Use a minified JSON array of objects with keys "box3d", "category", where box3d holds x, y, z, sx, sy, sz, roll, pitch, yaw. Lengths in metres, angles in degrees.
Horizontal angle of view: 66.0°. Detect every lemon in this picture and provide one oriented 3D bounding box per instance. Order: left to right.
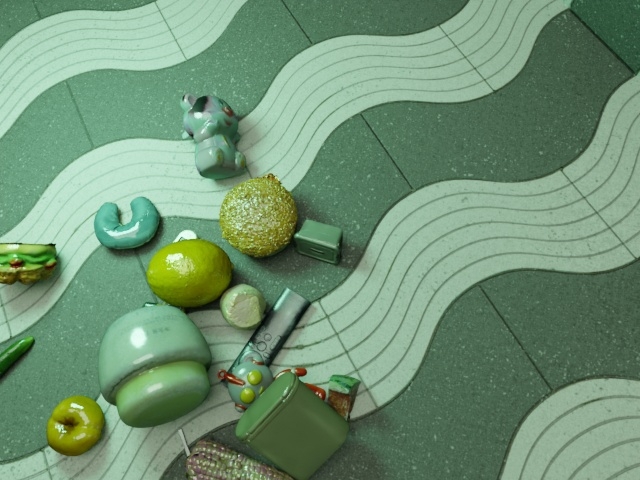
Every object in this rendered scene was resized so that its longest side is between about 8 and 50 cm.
[{"box3d":[-0.428,0.107,1.626,0.263,0.236,0.236,-32,69,-3],"category":"lemon"}]

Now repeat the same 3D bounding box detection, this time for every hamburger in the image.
[{"box3d":[-1.033,0.080,1.699,0.237,0.237,0.149,0,87,5],"category":"hamburger"},{"box3d":[-0.215,-0.081,1.709,0.275,0.179,0.294,-20,69,0],"category":"hamburger"}]

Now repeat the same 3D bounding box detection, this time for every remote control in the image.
[{"box3d":[-0.516,0.059,1.754,0.078,0.042,0.221,30,73,16],"category":"remote control"},{"box3d":[-0.177,0.333,1.618,0.107,0.044,0.378,30,73,18],"category":"remote control"}]

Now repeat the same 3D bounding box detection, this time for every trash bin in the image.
[{"box3d":[-0.079,0.541,1.420,0.243,0.121,0.247,-45,104,3],"category":"trash bin"}]

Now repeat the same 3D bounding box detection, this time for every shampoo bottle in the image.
[{"box3d":[-0.497,0.367,1.481,0.322,0.322,0.317,-26,63,-6],"category":"shampoo bottle"}]

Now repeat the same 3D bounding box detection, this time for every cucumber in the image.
[{"box3d":[-1.071,0.415,1.652,0.056,0.056,0.250,37,75,17],"category":"cucumber"}]

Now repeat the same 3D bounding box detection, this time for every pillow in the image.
[{"box3d":[-0.706,-0.068,1.798,0.233,0.086,0.214,-13,63,-3],"category":"pillow"}]

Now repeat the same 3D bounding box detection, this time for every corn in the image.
[{"box3d":[-0.234,0.686,1.442,0.335,0.127,0.127,14,70,8],"category":"corn"}]

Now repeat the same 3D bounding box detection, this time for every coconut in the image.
[{"box3d":[-0.255,0.217,1.616,0.147,0.152,0.147,0,91,-19],"category":"coconut"}]

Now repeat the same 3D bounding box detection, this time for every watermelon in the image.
[{"box3d":[0.068,0.483,1.541,0.097,0.121,0.158,8,114,23],"category":"watermelon"}]

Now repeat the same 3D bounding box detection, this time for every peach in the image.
[{"box3d":[-0.762,0.577,1.538,0.179,0.103,0.179,-3,70,7],"category":"peach"}]

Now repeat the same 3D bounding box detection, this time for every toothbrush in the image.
[{"box3d":[-0.400,0.673,1.516,0.014,0.017,0.194,-25,66,-11],"category":"toothbrush"}]

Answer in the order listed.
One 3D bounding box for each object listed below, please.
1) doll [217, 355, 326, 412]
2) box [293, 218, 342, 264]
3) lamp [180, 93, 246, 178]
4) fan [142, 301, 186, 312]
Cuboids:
[{"box3d":[-0.155,0.460,1.508,0.336,0.105,0.200,22,82,-3],"category":"doll"},{"box3d":[0.000,0.000,1.698,0.172,0.124,0.093,17,61,10],"category":"box"},{"box3d":[-0.414,-0.383,1.851,0.247,0.247,0.301,-20,76,39],"category":"lamp"},{"box3d":[-0.535,0.237,1.686,0.155,0.039,0.082,7,70,9],"category":"fan"}]
